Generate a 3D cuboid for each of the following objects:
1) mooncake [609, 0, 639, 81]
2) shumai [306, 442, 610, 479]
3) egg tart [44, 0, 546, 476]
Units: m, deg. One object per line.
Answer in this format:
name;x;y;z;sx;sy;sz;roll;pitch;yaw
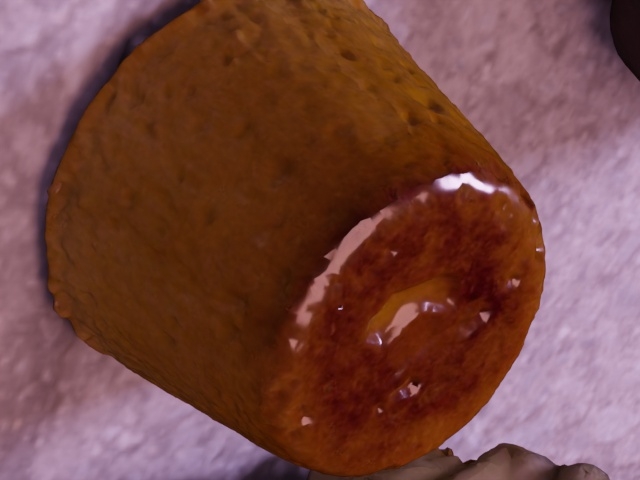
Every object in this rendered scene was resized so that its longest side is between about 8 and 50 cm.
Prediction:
mooncake;0.251;-0.152;0.907;0.245;0.133;0.245;-22;130;-28
shumai;0.052;0.206;0.882;0.262;0.267;0.314;-49;144;1
egg tart;0.000;0.000;0.787;0.202;0.147;0.203;-20;127;-30
